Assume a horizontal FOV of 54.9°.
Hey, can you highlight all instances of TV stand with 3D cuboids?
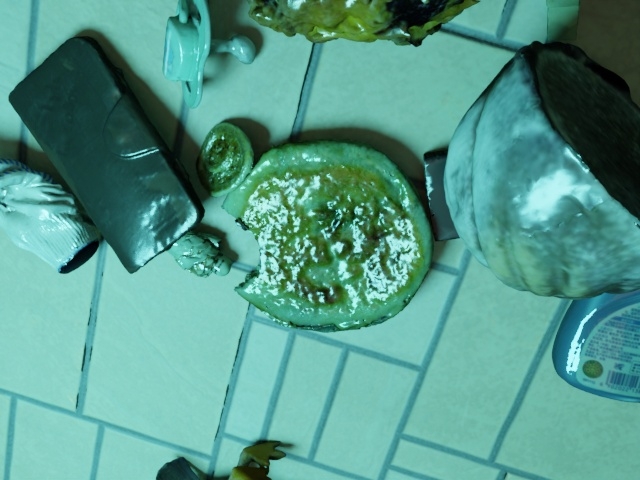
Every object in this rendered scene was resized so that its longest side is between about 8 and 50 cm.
[{"bbox_3d":[0.257,-0.314,0.645,0.036,0.042,0.249,3,146,21],"label":"TV stand"}]

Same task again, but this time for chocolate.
[{"bbox_3d":[0.265,-0.051,0.703,0.303,0.303,0.213,42,131,-7],"label":"chocolate"}]

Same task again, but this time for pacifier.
[{"bbox_3d":[-0.141,-0.245,0.783,0.117,0.126,0.150,-8,132,-26],"label":"pacifier"}]

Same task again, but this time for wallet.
[{"bbox_3d":[-0.293,-0.117,0.843,0.165,0.042,0.309,-33,90,22],"label":"wallet"}]

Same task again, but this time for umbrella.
[{"bbox_3d":[-0.192,0.006,0.893,0.143,0.062,0.067,32,81,-3],"label":"umbrella"}]

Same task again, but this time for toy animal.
[{"bbox_3d":[-0.124,0.431,0.999,0.299,0.122,0.185,4,110,8],"label":"toy animal"}]

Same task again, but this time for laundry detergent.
[{"bbox_3d":[0.410,0.064,0.806,0.143,0.094,0.289,14,108,10],"label":"laundry detergent"}]

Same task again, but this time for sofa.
[{"bbox_3d":[0.172,-0.061,0.820,0.060,0.039,0.117,-8,108,10],"label":"sofa"}]

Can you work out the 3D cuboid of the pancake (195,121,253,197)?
[{"bbox_3d":[-0.132,-0.108,0.835,0.108,0.017,0.108,-6,80,38],"label":"pancake"}]

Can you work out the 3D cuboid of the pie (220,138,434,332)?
[{"bbox_3d":[0.008,-0.001,0.849,0.303,0.067,0.302,2,107,8],"label":"pie"}]

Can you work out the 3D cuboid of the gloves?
[{"bbox_3d":[-0.423,-0.048,0.886,0.229,0.097,0.119,43,106,-13],"label":"gloves"}]

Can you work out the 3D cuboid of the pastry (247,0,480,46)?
[{"bbox_3d":[0.004,-0.393,0.595,0.338,0.292,0.405,10,121,16],"label":"pastry"}]
